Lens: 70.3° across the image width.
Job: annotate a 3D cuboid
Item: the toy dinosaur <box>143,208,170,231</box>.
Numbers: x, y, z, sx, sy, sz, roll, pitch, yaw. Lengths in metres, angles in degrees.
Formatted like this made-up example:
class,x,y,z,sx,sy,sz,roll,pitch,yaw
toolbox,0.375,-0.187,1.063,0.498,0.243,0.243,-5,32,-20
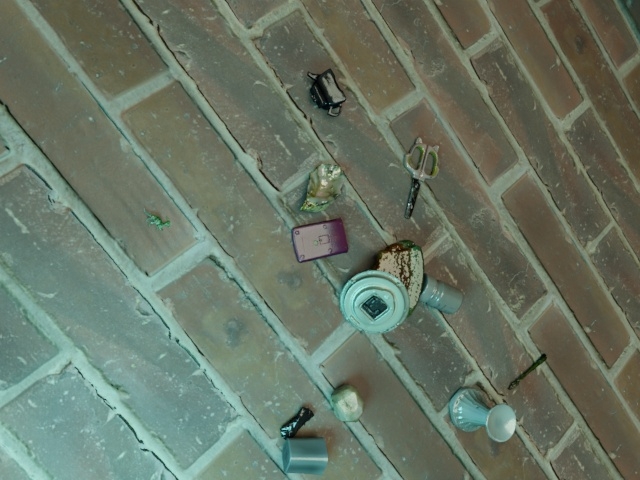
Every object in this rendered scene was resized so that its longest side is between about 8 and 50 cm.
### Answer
class,x,y,z,sx,sy,sz,roll,pitch,yaw
toy dinosaur,-0.491,-0.065,1.370,0.062,0.021,0.083,-19,97,-28

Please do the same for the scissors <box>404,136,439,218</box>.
class,x,y,z,sx,sy,sz,roll,pitch,yaw
scissors,0.368,-0.230,1.710,0.160,0.024,0.317,19,79,-19

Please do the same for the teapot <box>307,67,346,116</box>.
class,x,y,z,sx,sy,sz,roll,pitch,yaw
teapot,0.012,-0.506,1.565,0.096,0.087,0.177,-30,97,-16

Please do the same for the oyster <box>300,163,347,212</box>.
class,x,y,z,sx,sy,sz,roll,pitch,yaw
oyster,0.012,-0.174,1.552,0.133,0.072,0.208,18,60,-13

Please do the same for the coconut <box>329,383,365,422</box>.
class,x,y,z,sx,sy,sz,roll,pitch,yaw
coconut,0.091,0.545,1.499,0.110,0.110,0.124,-26,88,-21

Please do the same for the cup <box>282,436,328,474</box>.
class,x,y,z,sx,sy,sz,roll,pitch,yaw
cup,-0.052,0.690,1.441,0.130,0.095,0.128,10,121,-17

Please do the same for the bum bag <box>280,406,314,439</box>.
class,x,y,z,sx,sy,sz,roll,pitch,yaw
bum bag,-0.078,0.590,1.467,0.124,0.034,0.057,-41,108,-18

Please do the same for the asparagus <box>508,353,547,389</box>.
class,x,y,z,sx,sy,sz,roll,pitch,yaw
asparagus,0.836,0.529,1.832,0.233,0.023,0.022,-31,52,-21

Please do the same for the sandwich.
class,x,y,z,sx,sy,sz,roll,pitch,yaw
sandwich,0.268,0.121,1.598,0.212,0.109,0.291,31,76,-17

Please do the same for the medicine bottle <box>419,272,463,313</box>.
class,x,y,z,sx,sy,sz,roll,pitch,yaw
medicine bottle,0.424,0.194,1.655,0.168,0.105,0.104,25,77,-18

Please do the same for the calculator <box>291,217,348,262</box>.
class,x,y,z,sx,sy,sz,roll,pitch,yaw
calculator,0.000,0.000,1.547,0.191,0.034,0.126,-13,92,-21

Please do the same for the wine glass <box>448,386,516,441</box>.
class,x,y,z,sx,sy,sz,roll,pitch,yaw
wine glass,0.584,0.624,1.634,0.165,0.196,0.164,3,82,-21

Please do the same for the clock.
class,x,y,z,sx,sy,sz,roll,pitch,yaw
clock,0.181,0.217,1.525,0.237,0.053,0.236,3,107,8
